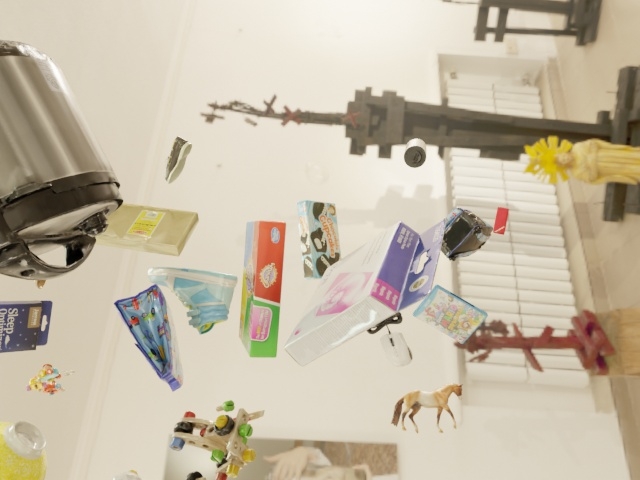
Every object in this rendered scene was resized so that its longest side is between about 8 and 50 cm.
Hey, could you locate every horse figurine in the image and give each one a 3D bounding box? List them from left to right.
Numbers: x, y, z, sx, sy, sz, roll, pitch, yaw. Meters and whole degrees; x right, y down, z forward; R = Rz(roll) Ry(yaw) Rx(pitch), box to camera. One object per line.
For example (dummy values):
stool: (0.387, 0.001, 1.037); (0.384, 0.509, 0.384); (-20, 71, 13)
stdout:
horse figurine: (0.365, 0.577, 1.822); (0.066, 0.264, 0.174); (62, -155, -44)

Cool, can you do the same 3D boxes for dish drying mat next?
dish drying mat: (0.506, -0.056, 1.475); (0.008, 0.032, 0.083); (67, -142, -62)

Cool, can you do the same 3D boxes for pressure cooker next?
pressure cooker: (-0.602, -0.118, 1.020); (0.370, 0.376, 0.420); (-32, -82, -46)

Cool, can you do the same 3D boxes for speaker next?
speaker: (0.235, -0.216, 1.298); (0.136, 0.055, 0.055); (-58, -26, -69)

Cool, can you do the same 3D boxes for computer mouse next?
computer mouse: (0.202, 0.284, 1.438); (0.042, 0.106, 0.193); (-84, -30, -60)

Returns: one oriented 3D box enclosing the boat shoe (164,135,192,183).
boat shoe: (-0.624, -0.345, 2.260); (0.227, 0.069, 0.081); (-54, -3, 32)

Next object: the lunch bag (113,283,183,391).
lunch bag: (-0.481, 0.314, 1.584); (0.293, 0.138, 0.221); (60, 163, 19)

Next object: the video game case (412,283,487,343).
video game case: (0.358, 0.205, 1.457); (0.119, 0.166, 0.015); (-58, 4, 29)

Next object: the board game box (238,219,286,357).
board game box: (-0.150, 0.109, 1.317); (0.242, 0.064, 0.316); (-177, 91, -75)

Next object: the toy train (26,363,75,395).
toy train: (-0.867, 0.443, 1.692); (0.166, 0.125, 0.046); (-43, 54, 29)

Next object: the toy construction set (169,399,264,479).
toy construction set: (-0.254, 0.579, 1.555); (0.257, 0.237, 0.309); (64, -155, -5)

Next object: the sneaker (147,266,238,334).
sneaker: (-0.434, 0.194, 1.714); (0.127, 0.319, 0.208); (18, -102, -72)

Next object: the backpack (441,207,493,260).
backpack: (0.462, -0.020, 1.681); (0.117, 0.173, 0.158); (52, 120, 28)

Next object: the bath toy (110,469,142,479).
bath toy: (-0.439, 0.762, 1.381); (0.348, 0.151, 0.129); (60, -175, -15)

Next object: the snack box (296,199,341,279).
snack box: (0.000, 0.000, 2.168); (0.187, 0.060, 0.321); (2, -101, -49)

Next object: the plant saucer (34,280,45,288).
plant saucer: (-0.931, 0.119, 1.749); (0.083, 0.015, 0.083); (-170, 90, -82)

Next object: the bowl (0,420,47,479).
bowl: (-0.924, 0.638, 1.571); (0.156, 0.289, 0.289); (-45, -2, -3)

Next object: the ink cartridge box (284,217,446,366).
ink cartridge box: (0.100, 0.083, 1.113); (0.330, 0.071, 0.324); (-37, 10, 30)

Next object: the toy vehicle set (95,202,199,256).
toy vehicle set: (-0.515, -0.037, 1.556); (0.166, 0.267, 0.035); (-73, -12, -48)

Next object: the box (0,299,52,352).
box: (-0.829, 0.228, 1.391); (0.225, 0.037, 0.136); (4, -82, -47)
